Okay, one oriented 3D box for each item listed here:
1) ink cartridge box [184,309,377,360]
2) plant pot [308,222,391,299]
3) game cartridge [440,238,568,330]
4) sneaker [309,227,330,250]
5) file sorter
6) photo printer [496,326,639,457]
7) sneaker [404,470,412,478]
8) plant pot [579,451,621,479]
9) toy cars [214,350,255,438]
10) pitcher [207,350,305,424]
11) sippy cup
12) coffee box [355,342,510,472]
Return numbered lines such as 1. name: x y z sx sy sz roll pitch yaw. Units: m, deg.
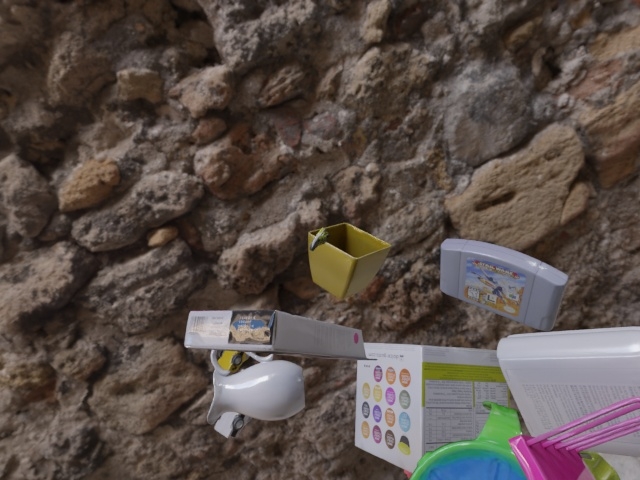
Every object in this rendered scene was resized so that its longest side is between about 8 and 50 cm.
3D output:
1. ink cartridge box: -0.045 0.183 0.734 0.176 0.371 0.069 -7 68 29
2. plant pot: 0.085 0.077 1.388 0.212 0.187 0.212 28 29 34
3. game cartridge: 0.447 0.102 1.018 0.297 0.198 0.062 20 54 35
4. sneaker: 0.000 0.000 1.100 0.083 0.035 0.031 -58 2 -33
5. file sorter: 0.417 0.328 0.502 0.182 0.291 0.202 -38 46 22
6. photo printer: 0.546 0.296 0.786 0.308 0.256 0.107 -19 13 43
7. sneaker: 0.443 0.986 1.733 0.136 0.314 0.116 -45 42 -3
8. plant pot: 0.728 0.720 1.185 0.276 0.276 0.254 -40 -24 -21
9. toy cars: -0.249 0.429 1.287 0.176 0.087 0.393 -35 40 19
10. pitcher: -0.141 0.309 0.893 0.207 0.177 0.125 -3 -6 -4
11. sippy cup: 0.259 0.440 0.647 0.305 0.240 0.224 -39 -26 2
12. coffee box: 0.340 0.504 1.258 0.338 0.338 0.334 -25 58 61
